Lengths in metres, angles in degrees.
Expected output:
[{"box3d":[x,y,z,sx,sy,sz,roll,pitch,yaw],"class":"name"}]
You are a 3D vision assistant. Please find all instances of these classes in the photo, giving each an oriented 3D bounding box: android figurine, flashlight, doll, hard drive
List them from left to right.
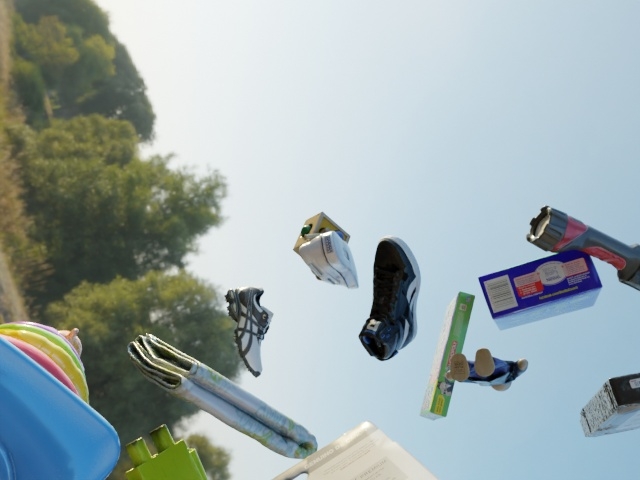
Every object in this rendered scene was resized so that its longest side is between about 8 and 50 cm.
[{"box3d":[-0.330,0.552,1.494,0.273,0.056,0.248,63,24,5],"class":"android figurine"},{"box3d":[0.255,0.203,1.048,0.189,0.129,0.046,30,49,-56],"class":"doll"},{"box3d":[0.628,0.026,1.557,0.103,0.304,0.103,-67,-171,-25],"class":"flashlight"},{"box3d":[0.663,0.319,1.349,0.339,0.236,0.064,70,9,-64],"class":"hard drive"}]

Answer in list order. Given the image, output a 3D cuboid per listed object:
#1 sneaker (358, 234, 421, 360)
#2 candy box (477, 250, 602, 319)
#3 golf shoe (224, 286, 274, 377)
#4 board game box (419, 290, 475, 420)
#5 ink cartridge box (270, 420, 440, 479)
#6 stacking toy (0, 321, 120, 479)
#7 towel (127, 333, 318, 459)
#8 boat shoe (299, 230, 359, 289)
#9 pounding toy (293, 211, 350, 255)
[{"box3d":[0.113,0.110,1.159,0.079,0.121,0.217,8,-61,35],"class":"sneaker"},{"box3d":[0.561,0.132,1.743,0.317,0.268,0.122,39,35,-67],"class":"candy box"},{"box3d":[-0.139,0.189,1.442,0.077,0.093,0.198,84,-10,-76],"class":"golf shoe"},{"box3d":[0.334,0.310,1.796,0.213,0.046,0.317,84,23,-72],"class":"board game box"},{"box3d":[0.023,0.403,0.835,0.272,0.309,0.130,30,-39,58],"class":"ink cartridge box"},{"box3d":[-0.256,0.128,0.572,0.165,0.175,0.302,42,2,-10],"class":"stacking toy"},{"box3d":[-0.221,0.344,1.475,0.374,0.090,0.320,40,-16,-31],"class":"towel"},{"box3d":[0.020,0.046,1.428,0.258,0.084,0.095,54,23,-62],"class":"boat shoe"},{"box3d":[0.000,0.000,1.760,0.141,0.130,0.100,40,-40,-22],"class":"pounding toy"}]
